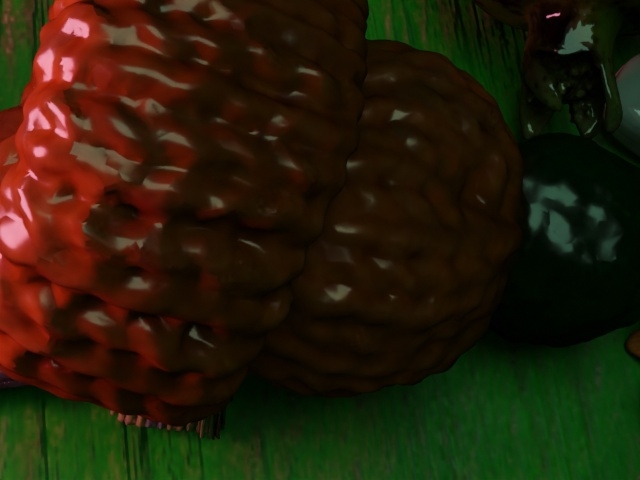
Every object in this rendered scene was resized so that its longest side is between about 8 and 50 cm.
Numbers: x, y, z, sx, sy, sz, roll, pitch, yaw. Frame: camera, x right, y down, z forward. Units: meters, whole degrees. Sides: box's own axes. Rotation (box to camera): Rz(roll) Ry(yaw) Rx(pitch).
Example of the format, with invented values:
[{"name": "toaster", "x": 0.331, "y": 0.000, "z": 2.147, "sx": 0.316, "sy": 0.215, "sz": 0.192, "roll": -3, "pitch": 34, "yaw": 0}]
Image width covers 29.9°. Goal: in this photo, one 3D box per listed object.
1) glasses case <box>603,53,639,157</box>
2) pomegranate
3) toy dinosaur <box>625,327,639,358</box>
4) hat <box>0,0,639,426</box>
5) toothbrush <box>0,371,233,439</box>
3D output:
[{"name": "glasses case", "x": 0.288, "y": -0.062, "z": 0.824, "sx": 0.197, "sy": 0.049, "sz": 0.076, "roll": 32, "pitch": 66, "yaw": 6}, {"name": "pomegranate", "x": 0.174, "y": -0.199, "z": 0.787, "sx": 0.211, "sy": 0.211, "sz": 0.263, "roll": 9, "pitch": 78, "yaw": -5}, {"name": "toy dinosaur", "x": 0.259, "y": 0.074, "z": 0.754, "sx": 0.117, "sy": 0.070, "sz": 0.288, "roll": -20, "pitch": 67, "yaw": -5}, {"name": "hat", "x": 0.000, "y": 0.000, "z": 0.680, "sx": 0.400, "sy": 0.285, "sz": 0.285, "roll": 28, "pitch": 63, "yaw": -23}, {"name": "toothbrush", "x": -0.256, "y": 0.073, "z": 0.689, "sx": 0.413, "sy": 0.042, "sz": 0.035, "roll": 7, "pitch": 29, "yaw": -5}]
